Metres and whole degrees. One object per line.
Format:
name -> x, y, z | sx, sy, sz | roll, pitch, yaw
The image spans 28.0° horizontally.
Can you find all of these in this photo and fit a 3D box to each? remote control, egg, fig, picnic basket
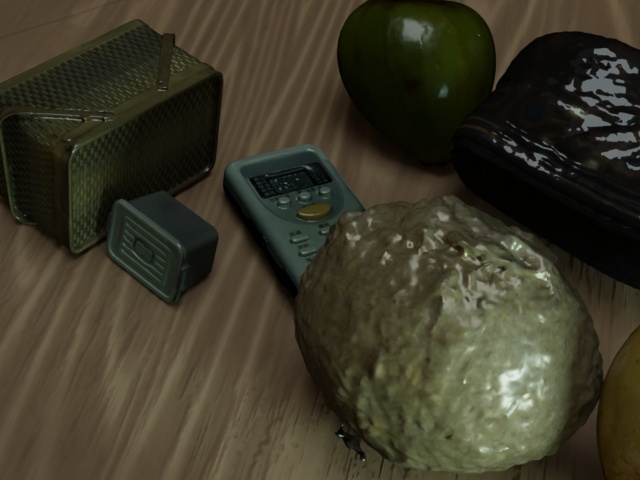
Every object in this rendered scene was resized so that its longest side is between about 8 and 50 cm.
remote control -> 0.000, 0.000, 1.478 | 0.140, 0.056, 0.296 | -16, 48, -22
egg -> 0.126, 0.096, 1.258 | 0.310, 0.279, 0.279 | 28, 44, -3
fig -> 0.122, -0.204, 1.640 | 0.203, 0.203, 0.225 | -5, 88, -15
picnic basket -> -0.245, -0.125, 1.484 | 0.139, 0.165, 0.266 | 34, 48, 24

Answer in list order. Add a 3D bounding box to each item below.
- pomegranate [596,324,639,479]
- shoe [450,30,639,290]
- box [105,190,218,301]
pomegranate -> 0.395, 0.189, 1.195 | 0.307, 0.307, 0.307 | 5, 44, -5
shoe -> 0.364, -0.097, 1.518 | 0.384, 0.171, 0.237 | 31, 73, 25
box -> -0.174, 0.002, 1.429 | 0.122, 0.084, 0.069 | 36, 39, 24
